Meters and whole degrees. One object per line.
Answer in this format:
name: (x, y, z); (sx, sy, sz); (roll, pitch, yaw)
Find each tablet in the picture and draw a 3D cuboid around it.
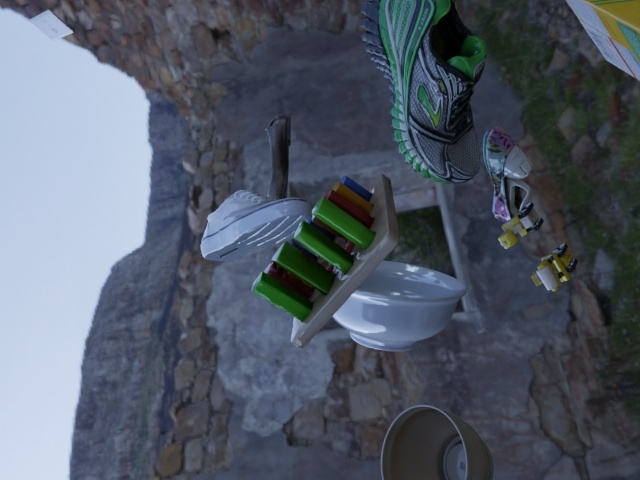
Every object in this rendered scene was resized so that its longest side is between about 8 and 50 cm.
tablet: (-0.485, -0.387, 1.169); (0.054, 0.083, 0.006); (43, -118, -38)

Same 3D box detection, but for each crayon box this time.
crayon box: (0.545, -0.339, 1.074); (0.203, 0.083, 0.323); (38, -159, -30)

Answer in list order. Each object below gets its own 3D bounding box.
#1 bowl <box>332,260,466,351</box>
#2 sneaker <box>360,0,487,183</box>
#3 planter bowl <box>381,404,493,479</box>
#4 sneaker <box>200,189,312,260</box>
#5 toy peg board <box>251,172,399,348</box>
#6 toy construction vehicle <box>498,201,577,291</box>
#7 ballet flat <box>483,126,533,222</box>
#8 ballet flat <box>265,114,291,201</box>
bowl: (0.135, 0.135, 1.306); (0.298, 0.297, 0.134); (-66, -18, -78)
sneaker: (0.179, -0.222, 0.968); (0.134, 0.146, 0.344); (-52, -48, -29)
planter bowl: (0.183, 0.330, 0.952); (0.109, 0.162, 0.162); (19, -127, -36)
sneaker: (-0.111, -0.037, 1.008); (0.094, 0.258, 0.091); (8, -108, -41)
toy peg board: (0.000, 0.000, 0.698); (0.079, 0.161, 0.161); (34, -157, -14)
toy construction vehicle: (0.217, 0.011, 0.655); (0.086, 0.035, 0.098); (56, -146, -2)
ballet flat: (0.360, -0.117, 1.223); (0.079, 0.077, 0.222); (27, 149, 40)
ballet flat: (-0.097, -0.158, 1.409); (0.084, 0.058, 0.250); (99, 174, -76)
